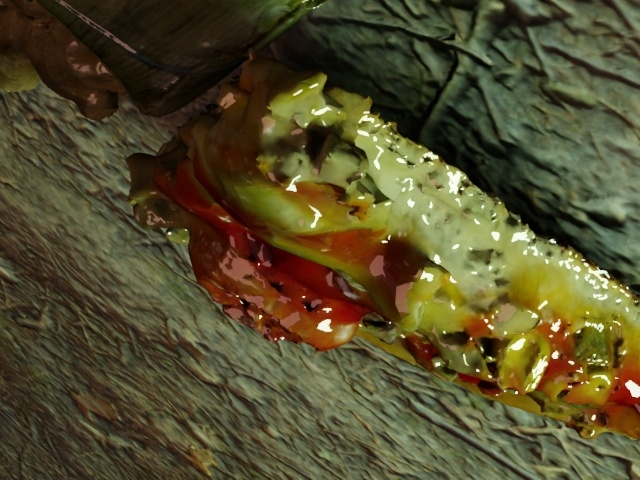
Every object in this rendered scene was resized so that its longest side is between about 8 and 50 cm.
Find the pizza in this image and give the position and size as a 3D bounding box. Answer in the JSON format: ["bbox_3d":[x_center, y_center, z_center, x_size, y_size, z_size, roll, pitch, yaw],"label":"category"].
[{"bbox_3d":[0.000,0.000,0.875,0.440,0.130,0.406,23,170,23],"label":"pizza"}]

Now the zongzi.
[{"bbox_3d":[-0.100,-0.205,0.795,0.251,0.125,0.274,41,155,-16],"label":"zongzi"}]

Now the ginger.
[{"bbox_3d":[-0.208,-0.143,1.113,0.133,0.059,0.214,48,152,-6],"label":"ginger"}]
